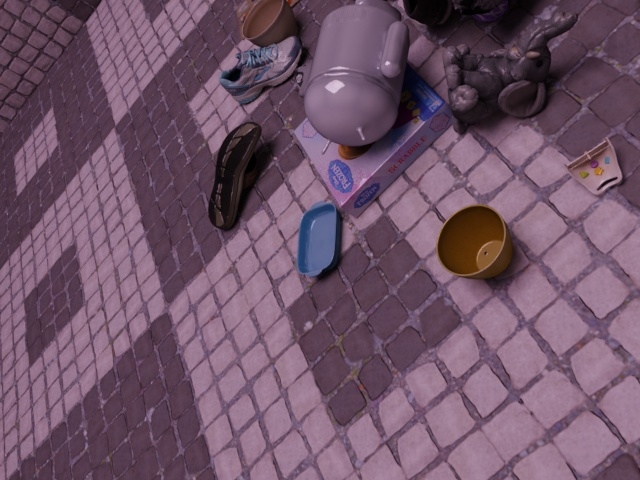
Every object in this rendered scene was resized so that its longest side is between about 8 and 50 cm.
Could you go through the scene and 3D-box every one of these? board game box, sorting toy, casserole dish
[{"bbox_3d":[0.112,-0.267,1.503,0.318,0.066,0.319,-45,45,16],"label":"board game box"},{"bbox_3d":[0.470,-0.118,1.102,0.083,0.044,0.075,-35,55,25],"label":"sorting toy"},{"bbox_3d":[0.000,0.000,1.487,0.114,0.037,0.189,-18,58,36],"label":"casserole dish"}]

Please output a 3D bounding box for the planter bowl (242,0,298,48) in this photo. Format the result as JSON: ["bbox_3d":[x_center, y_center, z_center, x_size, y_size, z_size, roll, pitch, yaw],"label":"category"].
[{"bbox_3d":[-0.134,-0.623,1.898,0.162,0.109,0.162,-24,50,33],"label":"planter bowl"}]

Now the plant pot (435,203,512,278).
[{"bbox_3d":[0.288,0.016,1.160,0.134,0.095,0.134,-22,54,34],"label":"plant pot"}]

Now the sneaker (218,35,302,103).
[{"bbox_3d":[-0.175,-0.498,1.860,0.283,0.122,0.110,-30,50,29],"label":"sneaker"}]

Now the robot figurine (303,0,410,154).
[{"bbox_3d":[0.077,-0.351,1.384,0.300,0.199,0.354,-24,50,57],"label":"robot figurine"}]

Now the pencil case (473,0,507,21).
[{"bbox_3d":[0.357,-0.578,1.422,0.086,0.088,0.206,-40,44,50],"label":"pencil case"}]

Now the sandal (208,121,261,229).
[{"bbox_3d":[-0.226,-0.177,1.772,0.120,0.086,0.303,25,101,42],"label":"sandal"}]

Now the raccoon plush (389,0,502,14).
[{"bbox_3d":[0.313,-0.640,1.340,0.446,0.216,0.299,-34,43,-7],"label":"raccoon plush"}]

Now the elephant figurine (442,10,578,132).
[{"bbox_3d":[0.362,-0.313,1.239,0.239,0.186,0.170,-10,96,12],"label":"elephant figurine"}]

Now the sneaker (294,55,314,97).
[{"bbox_3d":[-0.010,-0.481,1.725,0.132,0.086,0.229,8,75,48],"label":"sneaker"}]

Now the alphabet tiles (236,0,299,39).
[{"bbox_3d":[-0.141,-0.801,2.077,0.342,0.011,0.285,-34,49,26],"label":"alphabet tiles"}]

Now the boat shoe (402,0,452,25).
[{"bbox_3d":[0.220,-0.657,1.514,0.112,0.095,0.335,-38,60,59],"label":"boat shoe"}]
